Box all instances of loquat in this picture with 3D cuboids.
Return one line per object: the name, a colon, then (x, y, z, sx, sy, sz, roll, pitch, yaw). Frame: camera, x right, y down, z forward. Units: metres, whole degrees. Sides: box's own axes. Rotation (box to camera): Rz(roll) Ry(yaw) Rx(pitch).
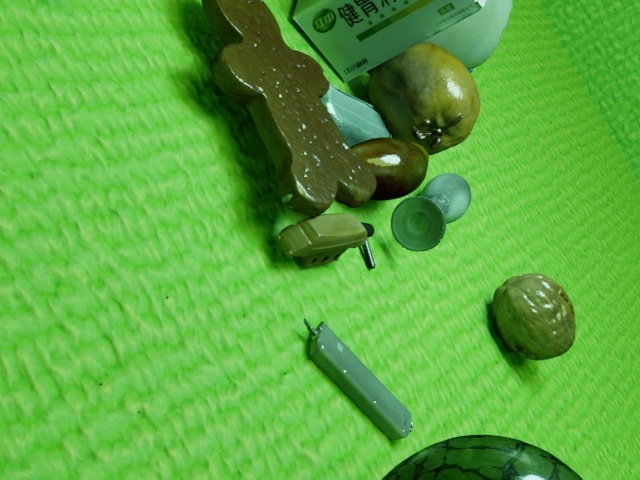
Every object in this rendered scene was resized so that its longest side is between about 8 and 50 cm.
loquat: (0.199, -0.276, 2.168, 0.238, 0.193, 0.238, 60, 7, -12)

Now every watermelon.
watermelon: (0.198, 0.402, 1.371, 0.363, 0.363, 0.363, 40, 34, -34)

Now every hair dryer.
hair dryer: (0.078, 0.009, 1.887, 0.047, 0.026, 0.083, 8, 61, -56)

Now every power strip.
power strip: (0.051, 0.200, 1.652, 0.252, 0.027, 0.060, 47, 31, -22)

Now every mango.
mango: (0.117, -0.125, 1.962, 0.267, 0.133, 0.111, -15, 90, -61)

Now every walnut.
walnut: (0.416, 0.151, 2.179, 0.184, 0.155, 0.155, 54, 28, -15)

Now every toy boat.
toy boat: (0.000, 0.000, 1.708, 0.057, 0.077, 0.200, 54, 28, 17)

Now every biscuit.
biscuit: (-0.071, -0.227, 1.760, 0.283, 0.064, 0.432, -12, 70, -59)

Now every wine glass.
wine glass: (0.210, 0.023, 2.083, 0.309, 0.096, 0.264, -35, 126, -70)

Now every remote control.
remote control: (0.052, -0.216, 2.032, 0.247, 0.052, 0.104, 15, 51, -57)

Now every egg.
egg: (0.223, -0.496, 2.343, 0.336, 0.278, 0.278, 13, 49, -25)

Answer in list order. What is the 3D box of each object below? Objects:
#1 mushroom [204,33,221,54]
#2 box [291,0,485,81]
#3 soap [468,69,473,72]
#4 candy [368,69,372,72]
mushroom: (-0.081, -0.221, 1.835, 0.306, 0.043, 0.068, 36, 17, -36)
box: (0.124, -0.451, 2.081, 0.173, 0.333, 0.145, 48, 36, -27)
soap: (0.242, -0.485, 2.576, 0.293, 0.077, 0.156, 55, 29, -7)
candy: (0.131, -0.375, 2.259, 0.103, 0.103, 0.043, 44, 32, -28)
